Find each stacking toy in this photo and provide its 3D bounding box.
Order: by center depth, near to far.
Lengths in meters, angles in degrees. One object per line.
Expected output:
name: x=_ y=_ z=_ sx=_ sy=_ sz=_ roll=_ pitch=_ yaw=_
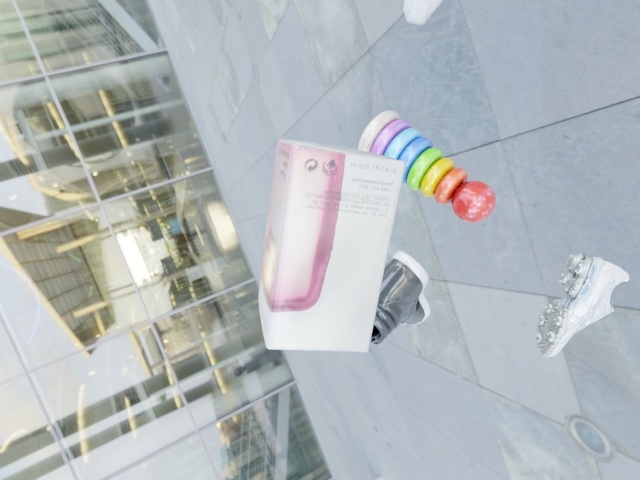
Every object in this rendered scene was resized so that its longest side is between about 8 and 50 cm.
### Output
stacking toy: x=0.247 y=-0.159 z=0.910 sx=0.330 sy=0.141 sz=0.141 roll=40 pitch=151 yaw=24

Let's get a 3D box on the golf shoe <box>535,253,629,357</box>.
golf shoe: x=0.389 y=0.109 z=0.598 sx=0.069 sy=0.086 sz=0.176 roll=-68 pitch=-8 yaw=-64

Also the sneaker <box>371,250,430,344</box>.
sneaker: x=0.132 y=0.137 z=0.787 sx=0.104 sy=0.147 sz=0.296 roll=43 pitch=170 yaw=27

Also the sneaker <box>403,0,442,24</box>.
sneaker: x=0.183 y=-0.340 z=0.458 sx=0.115 sy=0.090 sz=0.232 roll=27 pitch=148 yaw=-7

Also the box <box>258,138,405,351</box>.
box: x=0.000 y=0.000 z=0.502 sx=0.148 sy=0.126 sz=0.232 roll=-128 pitch=46 yaw=-70
